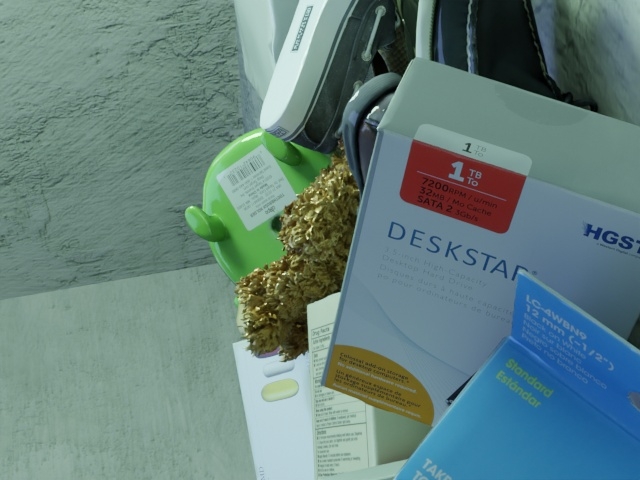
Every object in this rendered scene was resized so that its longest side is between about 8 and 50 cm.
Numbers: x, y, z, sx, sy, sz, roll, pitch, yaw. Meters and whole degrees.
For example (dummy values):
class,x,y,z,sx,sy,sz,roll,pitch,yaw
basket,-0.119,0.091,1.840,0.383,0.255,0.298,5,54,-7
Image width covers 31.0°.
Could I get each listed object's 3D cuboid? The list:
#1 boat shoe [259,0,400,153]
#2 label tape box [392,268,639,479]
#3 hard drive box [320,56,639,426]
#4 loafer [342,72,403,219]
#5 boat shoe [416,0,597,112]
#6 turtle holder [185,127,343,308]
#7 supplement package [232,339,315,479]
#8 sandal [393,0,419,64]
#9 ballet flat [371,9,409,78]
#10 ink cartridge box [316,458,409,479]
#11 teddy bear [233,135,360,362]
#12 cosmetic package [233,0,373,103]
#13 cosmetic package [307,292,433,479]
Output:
class,x,y,z,sx,sy,sz,roll,pitch,yaw
boat shoe,0.037,-0.241,1.264,0.108,0.102,0.301,22,91,65
label tape box,0.160,0.217,0.682,0.249,0.115,0.347,38,151,28
hard drive box,0.111,0.021,0.745,0.089,0.181,0.232,-62,-13,-47
loafer,0.097,-0.032,1.129,0.095,0.109,0.302,43,166,35
boat shoe,0.152,-0.055,0.825,0.113,0.127,0.340,6,108,40
turtle holder,0.003,-0.019,1.561,0.243,0.320,0.227,-64,-14,19
supplement package,0.011,0.256,1.666,0.204,0.145,0.262,3,-109,-52
sandal,0.117,-0.192,1.005,0.303,0.086,0.120,63,-174,-65
ballet flat,0.077,-0.161,1.360,0.084,0.058,0.250,-117,19,-63
ink cartridge box,0.079,0.277,0.963,0.127,0.128,0.176,132,127,-80
teddy bear,0.031,-0.005,1.260,0.113,0.338,0.245,35,169,30
cosmetic package,-0.020,-0.295,1.555,0.385,0.156,0.217,-121,23,-66
cosmetic package,0.076,0.199,1.135,0.153,0.129,0.296,156,113,-65
